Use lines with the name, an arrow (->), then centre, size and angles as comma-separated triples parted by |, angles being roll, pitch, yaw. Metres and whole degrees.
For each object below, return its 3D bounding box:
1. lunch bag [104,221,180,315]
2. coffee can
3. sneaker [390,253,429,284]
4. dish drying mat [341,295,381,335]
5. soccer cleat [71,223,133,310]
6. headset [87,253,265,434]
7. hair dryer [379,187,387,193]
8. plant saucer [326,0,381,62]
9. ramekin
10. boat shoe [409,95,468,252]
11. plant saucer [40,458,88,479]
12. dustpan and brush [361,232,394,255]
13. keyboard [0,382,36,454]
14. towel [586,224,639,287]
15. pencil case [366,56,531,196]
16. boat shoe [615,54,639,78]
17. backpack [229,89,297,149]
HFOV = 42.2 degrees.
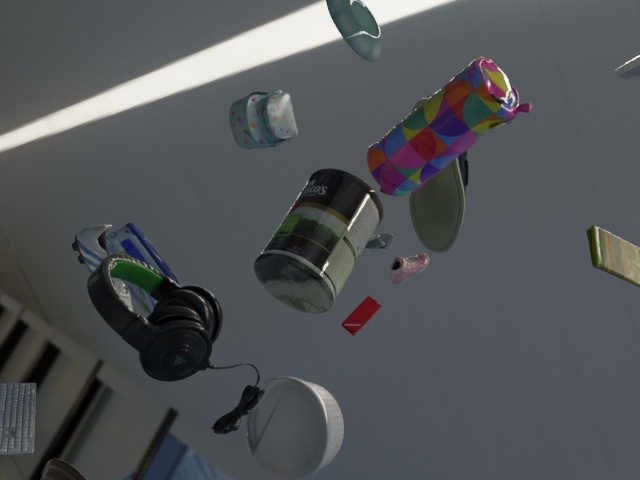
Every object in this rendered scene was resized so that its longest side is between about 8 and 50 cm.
lunch bag -> -0.412, 0.074, 1.933 | 0.219, 0.090, 0.176 | 51, -20, 14
coffee can -> 0.000, 0.000, 1.902 | 0.201, 0.275, 0.202 | 21, -35, 15
sneaker -> 0.260, 0.069, 2.435 | 0.051, 0.134, 0.070 | 43, -18, 47
dish drying mat -> 0.074, 0.134, 1.483 | 0.032, 0.083, 0.008 | 38, -33, 15
soccer cleat -> -0.644, 0.105, 2.578 | 0.116, 0.143, 0.331 | -74, 140, -74
headset -> -0.275, 0.192, 1.547 | 0.394, 0.185, 0.243 | 39, 13, -9
hair dryer -> 0.229, -0.257, 2.450 | 0.080, 0.224, 0.294 | 23, -48, 10
plant saucer -> 0.088, -0.499, 1.890 | 0.037, 0.195, 0.195 | -31, -94, 31
ramekin -> -0.061, 0.495, 2.199 | 0.272, 0.127, 0.273 | -4, -97, 33
boat shoe -> 0.258, -0.146, 1.760 | 0.127, 0.113, 0.340 | 2, -67, 31
plant saucer -> -0.511, 0.590, 1.756 | 0.277, 0.041, 0.278 | 25, -51, 34
dustpan and brush -> 0.131, 0.013, 2.768 | 0.147, 0.211, 0.060 | -59, 129, -65
keyboard -> -0.571, 0.328, 1.547 | 0.256, 0.072, 0.014 | -133, -125, -65
towel -> 0.627, 0.056, 1.644 | 0.237, 0.102, 0.021 | 24, -40, -18
pencil case -> 0.175, -0.156, 1.181 | 0.236, 0.104, 0.104 | -36, -99, 34
boat shoe -> 0.597, -0.304, 1.426 | 0.184, 0.066, 0.063 | -17, -78, 50
backpack -> -0.166, -0.348, 2.396 | 0.144, 0.188, 0.166 | -1, -76, 46
